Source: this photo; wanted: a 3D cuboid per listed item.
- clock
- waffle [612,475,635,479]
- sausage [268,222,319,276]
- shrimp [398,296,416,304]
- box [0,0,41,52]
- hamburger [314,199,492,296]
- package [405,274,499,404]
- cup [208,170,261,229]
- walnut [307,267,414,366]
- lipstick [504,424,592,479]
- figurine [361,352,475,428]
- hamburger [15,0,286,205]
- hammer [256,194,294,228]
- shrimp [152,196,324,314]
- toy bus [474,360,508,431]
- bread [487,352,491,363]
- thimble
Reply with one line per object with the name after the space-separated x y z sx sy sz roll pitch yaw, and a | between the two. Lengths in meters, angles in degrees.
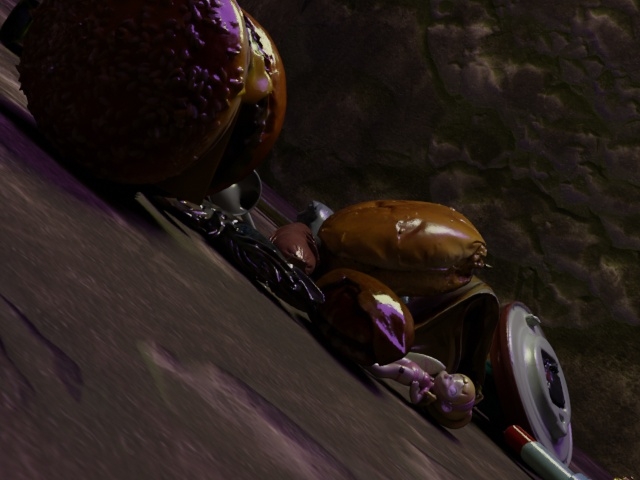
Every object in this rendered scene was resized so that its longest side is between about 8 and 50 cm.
0.395 0.264 1.825 0.318 0.080 0.319 49 31 -43 | clock
0.537 0.475 1.578 0.232 0.051 0.228 56 -13 -5 | waffle
-0.047 0.015 1.701 0.088 0.088 0.433 39 2 -4 | sausage
0.111 0.111 2.124 0.222 0.054 0.290 33 18 6 | shrimp
-0.415 -0.300 1.839 0.345 0.097 0.134 37 -5 -35 | box
0.146 0.016 1.838 0.314 0.170 0.290 0 11 -2 | hamburger
0.236 0.184 1.831 0.165 0.221 0.311 60 2 -3 | package
-0.164 -0.084 1.850 0.099 0.136 0.133 4 10 -11 | cup
0.054 0.104 1.317 0.115 0.116 0.207 37 2 -38 | walnut
0.397 0.390 1.597 0.274 0.061 0.068 41 7 38 | lipstick
0.133 0.197 1.376 0.187 0.083 0.083 24 6 -13 | figurine
-0.193 -0.183 1.151 0.291 0.291 0.225 40 5 16 | hamburger
-0.183 -0.119 2.516 0.440 0.044 0.168 40 4 14 | hammer
-0.122 -0.001 1.327 0.296 0.058 0.169 36 8 32 | shrimp
0.327 0.294 1.946 0.160 0.092 0.079 39 2 -2 | toy bus
0.389 0.308 2.244 0.230 0.123 0.230 44 1 -1 | bread
-0.002 0.001 2.027 0.117 0.127 0.151 37 -5 -14 | thimble
